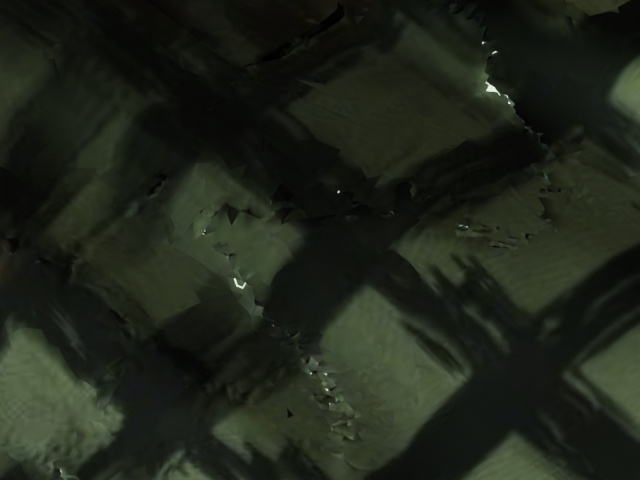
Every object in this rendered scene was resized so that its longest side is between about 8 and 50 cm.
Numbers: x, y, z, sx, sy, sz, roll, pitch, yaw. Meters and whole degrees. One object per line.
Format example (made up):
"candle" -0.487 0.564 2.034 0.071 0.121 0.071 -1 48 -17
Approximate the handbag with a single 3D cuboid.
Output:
"handbag" 0.000 0.000 0.523 0.327 0.325 0.162 33 29 -34
